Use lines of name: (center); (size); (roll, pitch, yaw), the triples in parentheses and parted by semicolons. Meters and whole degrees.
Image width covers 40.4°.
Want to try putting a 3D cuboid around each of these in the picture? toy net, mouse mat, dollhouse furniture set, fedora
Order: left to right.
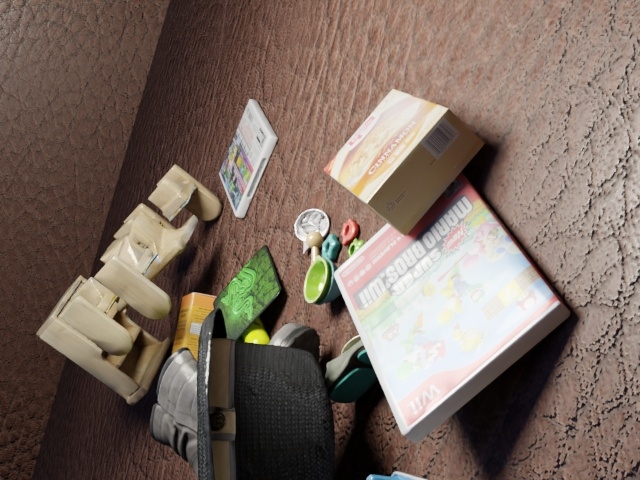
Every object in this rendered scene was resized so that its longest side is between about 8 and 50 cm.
dollhouse furniture set: (-0.357, 0.119, 1.795); (0.394, 0.256, 0.362); (-42, 17, 29)
mouse mat: (-0.131, 0.097, 1.514); (0.153, 0.007, 0.190); (-48, 24, 11)
fedora: (-0.061, 0.242, 1.051); (0.334, 0.152, 0.334); (177, 90, -87)
toy net: (0.000, 0.000, 1.315); (0.122, 0.045, 0.232); (-65, 26, 21)

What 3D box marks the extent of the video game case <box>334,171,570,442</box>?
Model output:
video game case: (0.126, 0.055, 0.949); (0.204, 0.025, 0.285); (-43, 33, 14)

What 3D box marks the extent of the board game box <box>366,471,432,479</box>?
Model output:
board game box: (0.120, 0.434, 0.795); (0.390, 0.050, 0.390); (-11, 66, 63)

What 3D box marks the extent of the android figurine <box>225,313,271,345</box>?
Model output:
android figurine: (-0.152, 0.251, 1.485); (0.248, 0.056, 0.273); (-67, 25, 17)

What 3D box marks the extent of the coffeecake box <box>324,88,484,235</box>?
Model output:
coffeecake box: (0.096, -0.102, 1.067); (0.142, 0.068, 0.185); (-50, 22, 3)

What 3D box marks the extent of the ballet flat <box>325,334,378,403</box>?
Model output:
ballet flat: (0.064, 0.134, 1.068); (0.213, 0.072, 0.068); (-46, 33, 48)

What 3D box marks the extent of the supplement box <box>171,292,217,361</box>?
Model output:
supplement box: (-0.242, 0.223, 1.673); (0.078, 0.080, 0.234); (-22, 58, 63)

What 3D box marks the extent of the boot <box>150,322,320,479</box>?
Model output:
boot: (-0.149, 0.224, 1.304); (0.222, 0.118, 0.338); (37, 112, 30)

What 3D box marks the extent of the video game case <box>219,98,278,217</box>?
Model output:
video game case: (-0.149, -0.169, 1.768); (0.183, 0.023, 0.201); (-65, 27, 22)
